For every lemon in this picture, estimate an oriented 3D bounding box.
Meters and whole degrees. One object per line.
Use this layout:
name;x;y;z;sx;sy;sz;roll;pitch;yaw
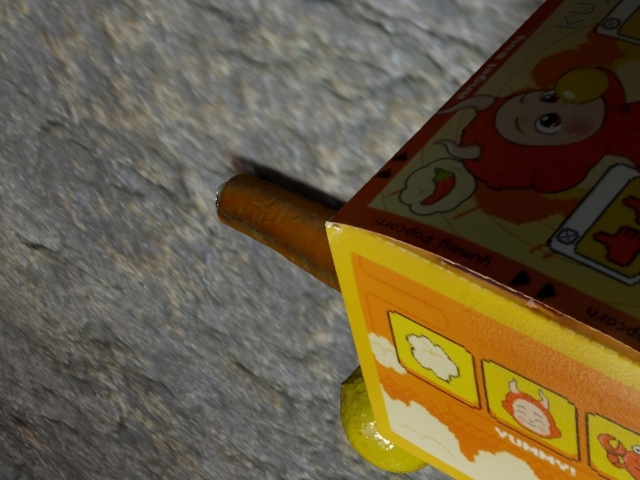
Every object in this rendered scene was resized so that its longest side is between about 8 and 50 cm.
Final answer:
lemon;0.076;0.174;1.382;0.133;0.109;0.109;41;155;-13

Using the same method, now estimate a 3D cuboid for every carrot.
carrot;0.000;0.000;1.284;0.225;0.067;0.067;28;149;33

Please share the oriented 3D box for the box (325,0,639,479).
box;0.198;0.008;0.771;0.259;0.283;0.214;25;148;33
